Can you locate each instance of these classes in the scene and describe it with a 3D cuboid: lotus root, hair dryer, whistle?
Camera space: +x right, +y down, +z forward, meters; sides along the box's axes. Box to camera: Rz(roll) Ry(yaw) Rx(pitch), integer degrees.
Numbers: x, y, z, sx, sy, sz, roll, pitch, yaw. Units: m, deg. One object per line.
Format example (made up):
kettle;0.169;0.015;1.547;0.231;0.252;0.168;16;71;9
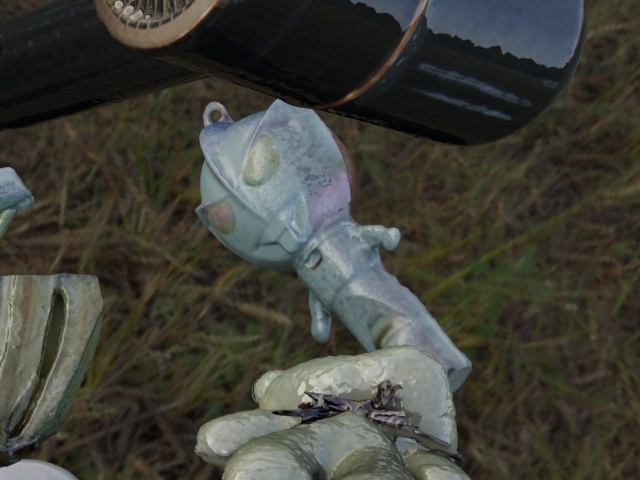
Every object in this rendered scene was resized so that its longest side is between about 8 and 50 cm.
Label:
lotus root;-0.235;0.094;0.990;0.143;0.070;0.144;8;60;-8
hair dryer;-0.068;-0.091;0.624;0.189;0.352;0.107;13;77;-41
whistle;0.001;-0.001;1.191;0.346;0.142;0.134;49;4;21

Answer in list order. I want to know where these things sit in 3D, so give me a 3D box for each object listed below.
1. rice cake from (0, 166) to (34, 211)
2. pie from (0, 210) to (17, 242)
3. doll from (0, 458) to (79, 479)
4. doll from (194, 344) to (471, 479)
rice cake;-0.356;-0.032;1.264;0.211;0.034;0.043;-19;61;-47
pie;-0.359;-0.008;1.523;0.021;0.084;0.084;27;46;-11
doll;-0.414;0.427;1.943;0.251;0.221;0.221;-4;56;-4
doll;0.023;0.144;0.965;0.175;0.149;0.278;42;9;2
